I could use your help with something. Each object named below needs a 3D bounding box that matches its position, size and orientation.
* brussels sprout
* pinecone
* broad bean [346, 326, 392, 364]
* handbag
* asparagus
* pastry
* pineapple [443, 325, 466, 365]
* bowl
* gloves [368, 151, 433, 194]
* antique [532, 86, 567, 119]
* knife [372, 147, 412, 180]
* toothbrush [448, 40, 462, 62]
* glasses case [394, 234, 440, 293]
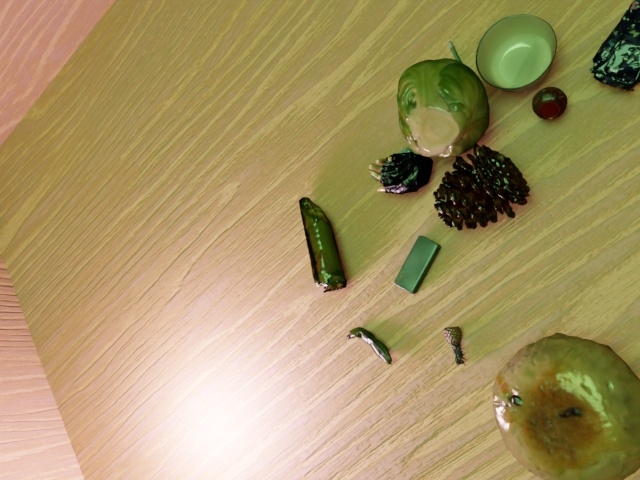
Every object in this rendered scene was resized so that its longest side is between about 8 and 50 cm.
[{"bbox_3d":[0.374,-0.397,1.792,0.281,0.354,0.289,-1,120,17],"label":"brussels sprout"},{"bbox_3d":[0.474,-0.145,1.763,0.292,0.246,0.246,-38,64,41],"label":"pinecone"},{"bbox_3d":[0.170,0.341,1.943,0.195,0.046,0.061,26,107,35],"label":"broad bean"},{"bbox_3d":[0.886,-0.553,1.648,0.162,0.113,0.260,37,99,23],"label":"handbag"},{"bbox_3d":[0.000,0.000,2.059,0.108,0.128,0.382,-10,72,-10],"label":"asparagus"},{"bbox_3d":[0.648,0.431,1.503,0.388,0.312,0.388,-3,85,40],"label":"pastry"},{"bbox_3d":[0.416,0.329,1.803,0.058,0.058,0.124,-13,80,27],"label":"pineapple"},{"bbox_3d":[0.611,-0.557,1.796,0.238,0.126,0.238,-6,78,29],"label":"bowl"},{"bbox_3d":[0.255,-0.226,1.949,0.203,0.124,0.164,18,80,43],"label":"gloves"},{"bbox_3d":[0.686,-0.412,1.747,0.104,0.104,0.104,-5,79,29],"label":"antique"},{"bbox_3d":[0.249,-0.261,2.012,0.162,0.023,0.044,-37,73,19],"label":"knife"},{"bbox_3d":[0.479,-0.561,1.935,0.024,0.018,0.257,-31,68,29],"label":"toothbrush"},{"bbox_3d":[0.317,0.079,1.906,0.078,0.039,0.184,31,97,30],"label":"glasses case"}]
